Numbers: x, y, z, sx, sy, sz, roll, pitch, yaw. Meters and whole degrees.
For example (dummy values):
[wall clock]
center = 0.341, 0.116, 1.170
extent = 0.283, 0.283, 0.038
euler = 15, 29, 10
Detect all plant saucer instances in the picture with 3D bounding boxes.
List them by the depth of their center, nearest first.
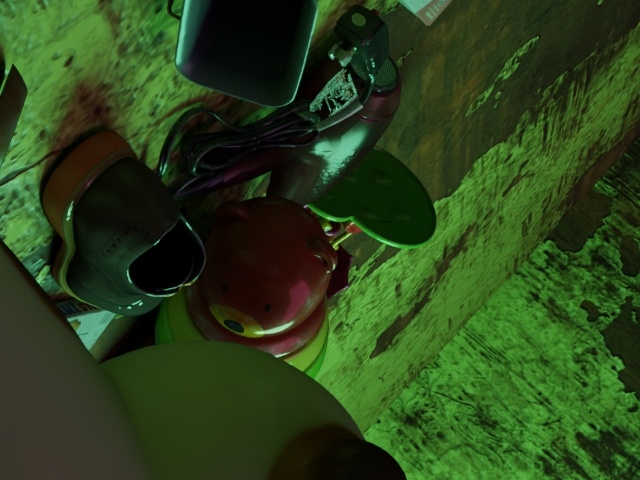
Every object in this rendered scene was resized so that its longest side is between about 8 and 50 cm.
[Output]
[plant saucer]
center = -0.189, -0.063, 1.046
extent = 0.083, 0.015, 0.083
euler = -159, -90, -78

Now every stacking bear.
[stacking bear]
center = -0.064, 0.067, 1.530
extent = 0.164, 0.175, 0.289
euler = -57, 175, -32

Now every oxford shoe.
[oxford shoe]
center = -0.138, 0.016, 1.325
extent = 0.097, 0.098, 0.271
euler = -46, 166, -11

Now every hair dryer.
[hair dryer]
center = -0.035, -0.092, 1.467
extent = 0.224, 0.080, 0.293
euler = -30, 161, -1

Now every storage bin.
[storage bin]
center = -0.045, -0.169, 1.164
extent = 0.135, 0.098, 0.091
euler = 107, 0, -58

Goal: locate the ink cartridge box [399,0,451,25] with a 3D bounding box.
[ink cartridge box]
center = 0.117, -0.273, 1.397
extent = 0.198, 0.067, 0.115
euler = -48, 167, 6

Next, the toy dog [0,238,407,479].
[toy dog]
center = -0.166, 0.111, 0.854
extent = 0.284, 0.408, 0.395
euler = -17, -127, 59

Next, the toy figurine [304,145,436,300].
[toy figurine]
center = 0.000, 0.000, 1.724
extent = 0.173, 0.130, 0.159
euler = 1, 143, -44

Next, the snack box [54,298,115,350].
[snack box]
center = -0.222, 0.079, 1.399
extent = 0.064, 0.022, 0.178
euler = -52, 166, 16
